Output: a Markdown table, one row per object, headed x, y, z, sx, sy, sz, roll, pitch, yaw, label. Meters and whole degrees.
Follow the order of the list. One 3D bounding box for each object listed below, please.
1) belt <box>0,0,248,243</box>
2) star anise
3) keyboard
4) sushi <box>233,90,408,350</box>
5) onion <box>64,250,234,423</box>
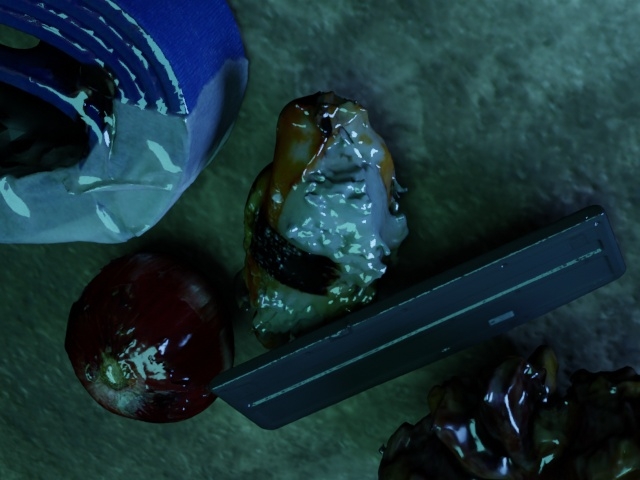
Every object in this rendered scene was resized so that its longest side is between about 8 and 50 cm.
| x | y | z | sx | sy | sz | roll | pitch | yaw | label |
| --- | --- | --- | --- | --- | --- | --- | --- | --- | --- |
| -0.228 | -0.117 | 0.748 | 0.346 | 0.117 | 0.213 | 14 | 121 | 10 | belt |
| 0.144 | 0.131 | 0.766 | 0.220 | 0.190 | 0.126 | -8 | 75 | 20 | star anise |
| 0.114 | 0.038 | 0.741 | 0.381 | 0.041 | 0.103 | -19 | 147 | 14 | keyboard |
| 0.002 | 0.003 | 0.757 | 0.097 | 0.103 | 0.226 | -5 | 142 | -21 | sushi |
| -0.120 | 0.070 | 0.829 | 0.131 | 0.131 | 0.131 | 8 | 122 | 13 | onion |
